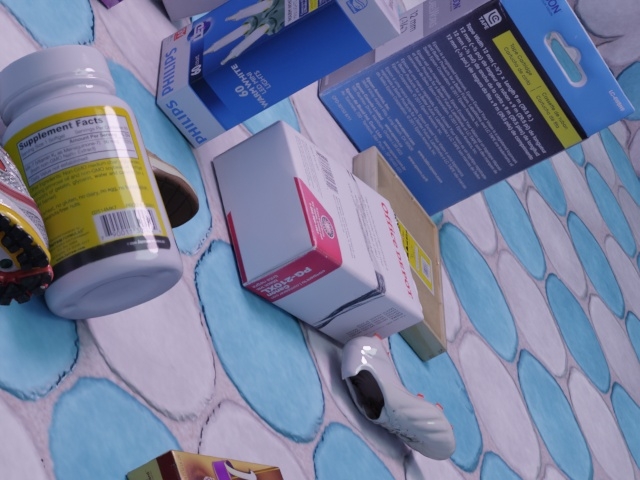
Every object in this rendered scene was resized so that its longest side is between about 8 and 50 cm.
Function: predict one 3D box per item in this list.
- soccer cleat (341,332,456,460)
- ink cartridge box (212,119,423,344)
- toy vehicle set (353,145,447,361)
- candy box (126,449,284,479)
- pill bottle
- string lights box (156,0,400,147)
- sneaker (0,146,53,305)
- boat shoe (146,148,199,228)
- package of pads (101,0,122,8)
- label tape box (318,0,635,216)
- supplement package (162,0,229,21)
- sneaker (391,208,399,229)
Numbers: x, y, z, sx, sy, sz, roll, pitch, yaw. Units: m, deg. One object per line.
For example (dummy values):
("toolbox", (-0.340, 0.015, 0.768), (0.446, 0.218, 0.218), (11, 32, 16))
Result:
("soccer cleat", (0.082, 0.189, 1.929), (0.196, 0.068, 0.076), (51, 37, -25))
("ink cartridge box", (0.000, 0.000, 1.904), (0.237, 0.100, 0.172), (34, 34, -51))
("toy vehicle set", (0.101, 0.014, 2.232), (0.166, 0.035, 0.267), (51, 23, -29))
("candy box", (-0.080, 0.242, 1.464), (0.187, 0.053, 0.109), (24, 41, -62))
("pill bottle", (-0.198, -0.050, 1.443), (0.119, 0.119, 0.208), (18, 50, -63))
("string lights box", (-0.045, -0.216, 1.836), (0.077, 0.260, 0.133), (50, 22, -32))
("sneaker", (-0.286, -0.052, 1.313), (0.225, 0.088, 0.092), (58, 11, -34))
("boat shoe", (-0.183, -0.071, 1.605), (0.190, 0.068, 0.072), (34, 22, -52))
("package of pads", (-0.201, -0.282, 1.800), (0.050, 0.083, 0.032), (46, 20, -46))
("label tape box", (0.209, -0.208, 2.324), (0.249, 0.348, 0.115), (52, 22, -27))
("supplement package", (-0.148, -0.353, 1.922), (0.105, 0.105, 0.179), (-98, 170, -45))
("sneaker", (0.054, 0.021, 2.043), (0.063, 0.073, 0.162), (109, -16, -55))
